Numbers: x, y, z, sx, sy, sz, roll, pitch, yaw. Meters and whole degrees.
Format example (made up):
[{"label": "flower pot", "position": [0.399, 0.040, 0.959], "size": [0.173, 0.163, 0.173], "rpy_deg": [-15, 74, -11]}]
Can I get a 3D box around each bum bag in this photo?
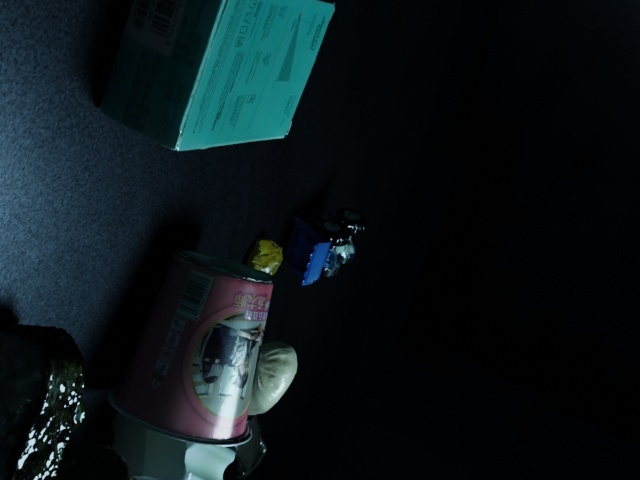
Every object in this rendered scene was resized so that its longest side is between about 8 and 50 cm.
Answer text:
[{"label": "bum bag", "position": [-0.194, 0.510, 2.084], "size": [0.326, 0.079, 0.142], "rpy_deg": [88, 24, -54]}]

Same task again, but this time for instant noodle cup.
[{"label": "instant noodle cup", "position": [-0.183, 0.155, 1.281], "size": [0.244, 0.243, 0.255], "rpy_deg": [7, 101, -74]}]

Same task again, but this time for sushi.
[{"label": "sushi", "position": [-0.353, 0.205, 0.945], "size": [0.127, 0.124, 0.225], "rpy_deg": [17, 93, -75]}]

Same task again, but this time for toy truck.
[{"label": "toy truck", "position": [0.000, 0.000, 1.775], "size": [0.208, 0.126, 0.113], "rpy_deg": [-35, 149, -53]}]

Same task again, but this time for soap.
[{"label": "soap", "position": [-0.259, 0.372, 1.413], "size": [0.289, 0.172, 0.095], "rpy_deg": [75, 26, -68]}]

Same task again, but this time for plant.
[{"label": "plant", "position": [-0.339, 0.461, 1.256], "size": [0.181, 0.194, 0.321], "rpy_deg": [-27, 140, -26]}]

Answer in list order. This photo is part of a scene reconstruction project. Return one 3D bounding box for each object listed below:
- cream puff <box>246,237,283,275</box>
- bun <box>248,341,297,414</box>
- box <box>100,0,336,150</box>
[{"label": "cream puff", "position": [-0.108, 0.040, 1.603], "size": [0.083, 0.058, 0.083], "rpy_deg": [-47, 156, -42]}, {"label": "bun", "position": [-0.139, 0.299, 1.853], "size": [0.183, 0.102, 0.183], "rpy_deg": [-44, -161, 19]}, {"label": "box", "position": [-0.115, -0.230, 1.020], "size": [0.205, 0.118, 0.311], "rpy_deg": [-66, 164, 19]}]
